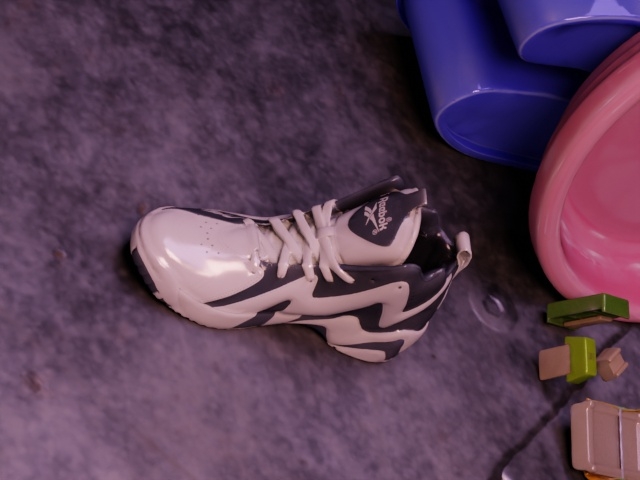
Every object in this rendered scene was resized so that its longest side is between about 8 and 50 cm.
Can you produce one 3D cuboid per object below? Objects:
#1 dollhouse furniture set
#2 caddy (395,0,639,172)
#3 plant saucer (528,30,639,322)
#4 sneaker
[{"bbox_3d":[0.209,0.120,1.430,0.076,0.058,0.152,15,68,-40],"label":"dollhouse furniture set"},{"bbox_3d":[0.225,-0.184,1.530,0.341,0.241,0.179,11,57,-33],"label":"caddy"},{"bbox_3d":[0.314,-0.073,1.447,0.332,0.332,0.084,12,39,-33],"label":"plant saucer"},{"bbox_3d":[0.000,0.000,1.256,0.235,0.153,0.094,23,45,-24],"label":"sneaker"}]
